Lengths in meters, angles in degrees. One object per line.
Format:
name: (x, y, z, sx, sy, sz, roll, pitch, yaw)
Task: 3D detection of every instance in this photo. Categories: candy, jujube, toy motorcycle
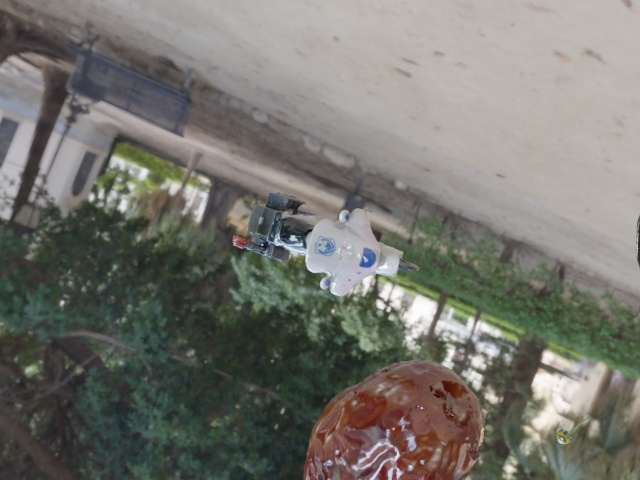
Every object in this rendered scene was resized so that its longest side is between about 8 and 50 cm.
candy: (0.444, 0.328, 1.257, 0.083, 0.023, 0.025, -30, -149, -29)
jujube: (0.088, 0.271, 0.921, 0.197, 0.290, 0.197, 23, -140, -21)
toy motorcycle: (0.000, 0.000, 0.854, 0.221, 0.102, 0.150, 18, -175, 36)

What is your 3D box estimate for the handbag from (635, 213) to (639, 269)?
handbag: (0.445, 0.053, 0.748, 0.254, 0.093, 0.308, 54, -177, 32)
